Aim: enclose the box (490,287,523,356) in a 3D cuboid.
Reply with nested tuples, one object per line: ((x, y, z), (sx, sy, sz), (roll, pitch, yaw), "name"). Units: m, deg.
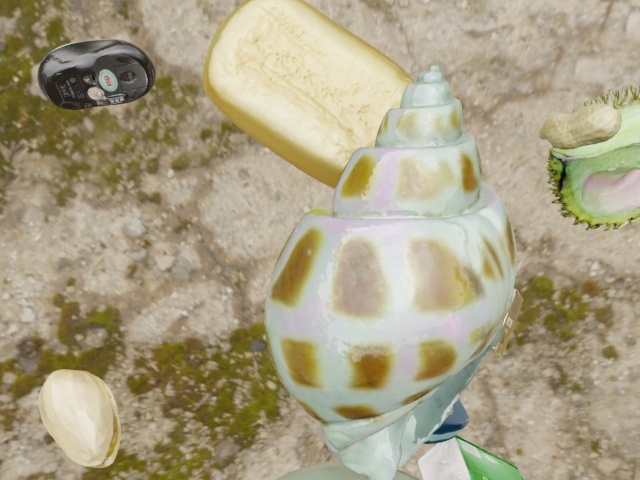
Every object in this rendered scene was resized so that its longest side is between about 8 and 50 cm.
((0.381, 0.169, 1.627), (0.023, 0.090, 0.133), (18, 80, 30), "box")

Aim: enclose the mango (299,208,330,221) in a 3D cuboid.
((0.000, 0.000, 1.671), (0.074, 0.091, 0.165), (-12, 45, -13), "mango")

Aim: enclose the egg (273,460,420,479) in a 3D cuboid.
((0.028, 0.376, 0.836), (0.276, 0.389, 0.276), (-8, 74, 30), "egg")

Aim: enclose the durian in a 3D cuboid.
((0.307, -0.093, 0.773), (0.221, 0.137, 0.095), (-19, 44, -6), "durian")

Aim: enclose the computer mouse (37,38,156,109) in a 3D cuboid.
((-0.454, -0.345, 1.603), (0.233, 0.137, 0.096), (-9, 45, -4), "computer mouse")

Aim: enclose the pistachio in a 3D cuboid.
((-0.512, 0.379, 1.687), (0.157, 0.157, 0.229), (-30, 76, -6), "pistachio")

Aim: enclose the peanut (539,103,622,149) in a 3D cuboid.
((0.218, -0.096, 0.668), (0.037, 0.083, 0.037), (-1, 92, -33), "peanut")

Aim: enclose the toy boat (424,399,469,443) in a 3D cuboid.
((0.158, 0.286, 1.328), (0.062, 0.299, 0.096), (-39, 57, 22), "toy boat")

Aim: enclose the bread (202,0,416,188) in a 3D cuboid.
((-0.011, -0.149, 0.801), (0.217, 0.098, 0.147), (37, 80, -6), "bread")

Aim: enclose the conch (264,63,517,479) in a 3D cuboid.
((0.072, 0.046, 0.704), (0.197, 0.249, 0.368), (51, 126, 31), "conch")

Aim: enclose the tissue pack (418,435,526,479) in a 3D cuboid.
((0.286, 0.495, 1.493), (0.209, 0.148, 0.156), (32, 110, -29), "tissue pack")
